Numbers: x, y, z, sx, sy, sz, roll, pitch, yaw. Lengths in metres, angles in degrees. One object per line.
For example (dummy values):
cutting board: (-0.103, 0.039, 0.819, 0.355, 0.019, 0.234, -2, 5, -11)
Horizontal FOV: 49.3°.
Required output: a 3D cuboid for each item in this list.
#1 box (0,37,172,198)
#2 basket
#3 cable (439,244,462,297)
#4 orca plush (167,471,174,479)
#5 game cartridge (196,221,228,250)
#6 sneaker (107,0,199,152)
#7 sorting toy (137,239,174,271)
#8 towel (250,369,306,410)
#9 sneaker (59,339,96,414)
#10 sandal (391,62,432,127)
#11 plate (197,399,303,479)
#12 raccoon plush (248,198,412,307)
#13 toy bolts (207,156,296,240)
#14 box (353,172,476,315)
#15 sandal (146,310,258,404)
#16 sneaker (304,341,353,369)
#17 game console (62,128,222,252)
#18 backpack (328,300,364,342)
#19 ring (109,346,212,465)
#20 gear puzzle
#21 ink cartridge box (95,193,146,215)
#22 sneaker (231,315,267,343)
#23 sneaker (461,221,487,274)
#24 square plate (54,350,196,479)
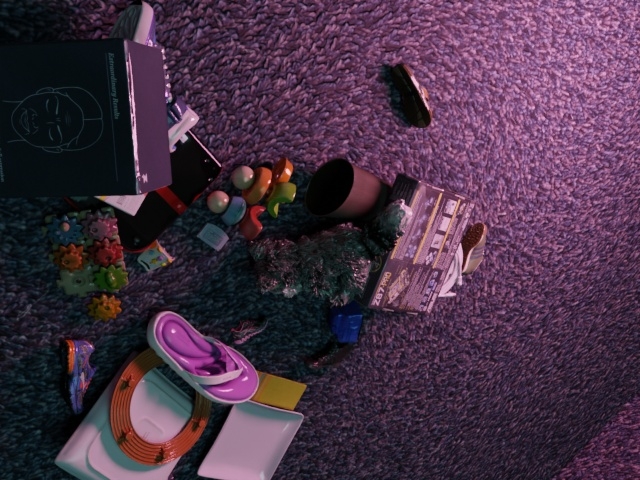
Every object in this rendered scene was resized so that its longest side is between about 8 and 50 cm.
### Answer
box: (-0.528, -0.242, 1.410, 0.395, 0.212, 0.294, 0, 100, 7)
basket: (0.105, -0.131, 2.015, 0.226, 0.154, 0.204, 11, 148, -41)
cable: (0.355, 0.073, 2.295, 0.257, 0.089, 0.257, -6, 112, -29)
orca plush: (-0.565, 0.652, 2.002, 0.287, 0.102, 0.151, 16, 56, -44)
game cartridge: (-0.293, -0.013, 1.909, 0.056, 0.017, 0.083, -50, 126, 0)
sneaker: (-0.377, -0.357, 1.611, 0.236, 0.130, 0.323, 13, 96, -45)
sorting toy: (-0.438, 0.048, 1.838, 0.075, 0.045, 0.083, -32, 125, 6)
towel: (-0.157, 0.469, 2.194, 0.237, 0.021, 0.102, 25, 99, -36)
sneaker: (-0.628, 0.358, 1.825, 0.087, 0.083, 0.221, -9, 118, -37)
sandal: (0.277, -0.430, 2.053, 0.060, 0.090, 0.219, -49, 122, -32)
plate: (-0.222, 0.634, 2.206, 0.278, 0.045, 0.277, 25, 95, -36)
raccoon plush: (0.000, 0.000, 1.937, 0.299, 0.216, 0.446, 13, 124, -34)
toy bolts: (-0.192, -0.137, 1.853, 0.158, 0.218, 0.228, 29, 126, -23)
box: (0.284, 0.024, 2.088, 0.318, 0.097, 0.395, 11, 104, -47)
sandal: (-0.309, 0.339, 1.952, 0.416, 0.102, 0.169, 39, 51, -35)
sneaker: (0.026, 0.364, 2.242, 0.170, 0.051, 0.089, 7, 106, -38)
game console: (-0.469, -0.188, 1.712, 0.342, 0.060, 0.386, -48, 127, -11)
backpack: (0.076, 0.260, 2.202, 0.101, 0.098, 0.120, 1, 120, -9)
ring: (-0.426, 0.452, 1.929, 0.336, 0.032, 0.337, -1, 92, -47)
gear puzzle: (-0.570, 0.077, 1.726, 0.175, 0.044, 0.339, -9, 125, -11)
ink cartridge box: (-0.500, -0.154, 1.625, 0.198, 0.067, 0.115, 31, 88, -39)
sneaker: (-0.211, 0.253, 2.057, 0.119, 0.047, 0.057, -33, 112, -17)
sneaker: (0.530, 0.033, 2.405, 0.086, 0.064, 0.192, 18, 100, -43)
square plate: (-0.496, 0.542, 1.925, 0.344, 0.049, 0.347, 51, 59, -34)
